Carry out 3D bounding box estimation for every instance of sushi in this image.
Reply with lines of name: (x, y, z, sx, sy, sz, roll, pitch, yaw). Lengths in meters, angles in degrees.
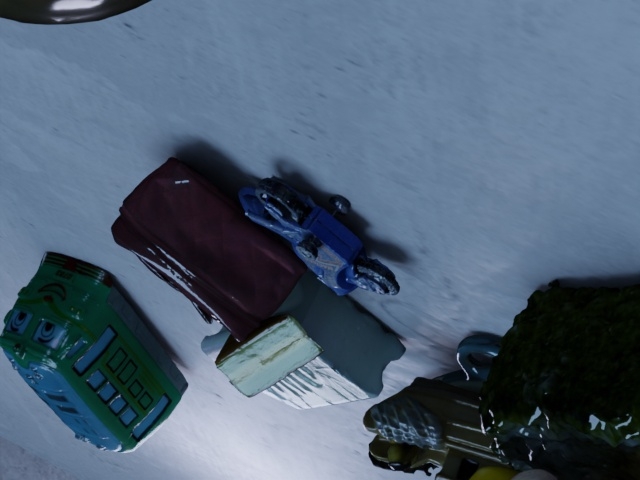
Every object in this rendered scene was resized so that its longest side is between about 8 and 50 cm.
sushi: (0.340, 0.185, 1.276, 0.294, 0.178, 0.352, 41, 156, -22)

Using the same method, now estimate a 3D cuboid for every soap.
soap: (-0.032, 0.145, 1.745, 0.173, 0.095, 0.289, 40, 155, -14)

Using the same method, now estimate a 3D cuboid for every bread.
bread: (-0.054, 0.124, 1.608, 0.139, 0.084, 0.074, -36, 104, 31)

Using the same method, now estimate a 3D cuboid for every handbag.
handbag: (-0.137, 0.012, 1.544, 0.225, 0.135, 0.146, 40, 179, -17)

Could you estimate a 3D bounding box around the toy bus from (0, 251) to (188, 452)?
toy bus: (-0.388, 0.202, 2.167, 0.183, 0.199, 0.344, 15, 149, 35)

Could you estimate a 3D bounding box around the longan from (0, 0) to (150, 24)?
longan: (-0.202, -0.293, 0.917, 0.297, 0.297, 0.297, 26, 155, 13)

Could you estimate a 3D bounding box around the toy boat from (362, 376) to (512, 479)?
toy boat: (0.259, 0.286, 1.530, 0.445, 0.162, 0.136, 14, 151, 16)

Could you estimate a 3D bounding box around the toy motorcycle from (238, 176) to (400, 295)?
toy motorcycle: (0.000, 0.000, 1.469, 0.205, 0.076, 0.114, 39, 162, -12)

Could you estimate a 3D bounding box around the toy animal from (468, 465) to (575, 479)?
toy animal: (0.267, 0.368, 1.198, 0.345, 0.278, 0.247, 36, 148, -8)

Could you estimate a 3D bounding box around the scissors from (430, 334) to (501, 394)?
scissors: (0.182, 0.185, 1.629, 0.138, 0.041, 0.289, 38, 152, -13)
